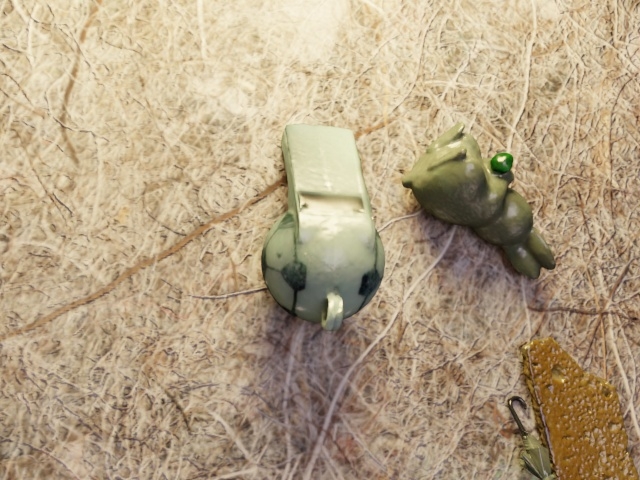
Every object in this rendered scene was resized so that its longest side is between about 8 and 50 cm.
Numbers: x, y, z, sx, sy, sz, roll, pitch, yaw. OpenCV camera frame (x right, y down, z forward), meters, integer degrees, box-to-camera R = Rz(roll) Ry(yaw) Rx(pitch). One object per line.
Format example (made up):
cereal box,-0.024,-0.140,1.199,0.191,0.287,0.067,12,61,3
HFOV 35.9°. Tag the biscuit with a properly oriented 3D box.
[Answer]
biscuit,0.355,0.243,1.355,0.131,0.026,0.237,-11,84,-23

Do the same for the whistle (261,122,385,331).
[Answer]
whistle,0.000,0.000,1.220,0.163,0.163,0.290,12,40,-18

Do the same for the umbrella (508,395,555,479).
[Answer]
umbrella,0.297,0.328,1.280,0.044,0.044,0.269,-7,62,-27

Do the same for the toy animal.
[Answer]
toy animal,0.220,-0.048,1.328,0.236,0.138,0.108,46,27,-31
